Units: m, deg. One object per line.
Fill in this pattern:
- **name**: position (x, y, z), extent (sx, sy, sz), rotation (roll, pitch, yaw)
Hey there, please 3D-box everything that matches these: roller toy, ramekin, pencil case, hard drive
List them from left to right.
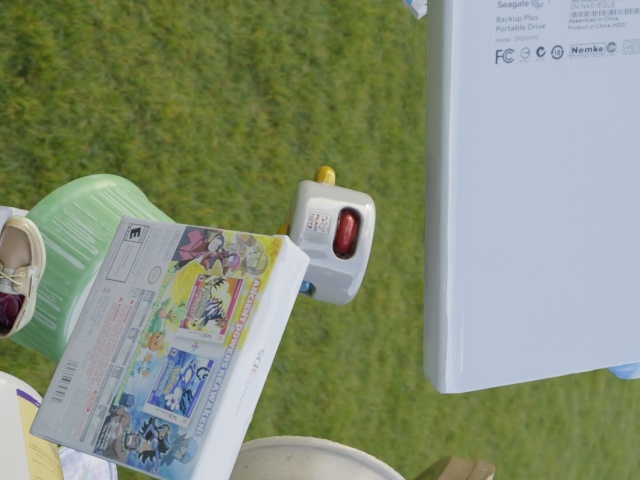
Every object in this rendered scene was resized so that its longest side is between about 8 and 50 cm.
- **pencil case**: position (-0.409, 0.371, 1.483), extent (0.124, 0.273, 0.113), rotation (5, 69, -38)
- **ramekin**: position (-0.328, 0.066, 1.527), extent (0.303, 0.148, 0.303), rotation (-38, 146, -32)
- **roller toy**: position (0.000, 0.000, 1.657), extent (0.191, 0.146, 0.209), rotation (-91, -164, -62)
- **hard drive**: position (0.188, -0.073, 0.719), extent (0.233, 0.047, 0.353), rotation (-7, 110, -15)

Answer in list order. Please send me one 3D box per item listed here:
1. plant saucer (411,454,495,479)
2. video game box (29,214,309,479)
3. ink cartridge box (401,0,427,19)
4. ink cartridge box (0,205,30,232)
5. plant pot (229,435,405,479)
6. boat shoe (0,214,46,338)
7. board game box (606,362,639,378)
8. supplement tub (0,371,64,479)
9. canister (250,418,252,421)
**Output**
- **plant saucer**: position (0.054, 0.297, 0.959), extent (0.278, 0.041, 0.278), rotation (-41, 171, -8)
- **video game box**: position (-0.123, 0.085, 0.812), extent (0.048, 0.187, 0.205), rotation (39, 66, -47)
- **ink cartridge box**: position (0.196, -0.449, 1.834), extent (0.083, 0.048, 0.028), rotation (-38, 168, -7)
- **ink cartridge box**: position (-0.639, 0.020, 1.884), extent (0.233, 0.168, 0.171), rotation (153, -59, -85)
- **plant pot**: position (-0.035, 0.491, 1.367), extent (0.305, 0.334, 0.334), rotation (-78, 159, -49)
- **boat shoe**: position (-0.311, 0.041, 1.019), extent (0.045, 0.050, 0.135), rotation (-74, 175, -61)
- **board game box**: position (0.331, 0.099, 1.204), extent (0.133, 0.169, 0.033), rotation (-44, 172, -42)
- **supplement tub**: position (-0.389, 0.323, 1.079), extent (0.241, 0.331, 0.241), rotation (-12, 128, -15)
- **canister**: position (-0.246, 0.367, 2.152), extent (0.126, 0.170, 0.073), rotation (-48, 161, -20)
